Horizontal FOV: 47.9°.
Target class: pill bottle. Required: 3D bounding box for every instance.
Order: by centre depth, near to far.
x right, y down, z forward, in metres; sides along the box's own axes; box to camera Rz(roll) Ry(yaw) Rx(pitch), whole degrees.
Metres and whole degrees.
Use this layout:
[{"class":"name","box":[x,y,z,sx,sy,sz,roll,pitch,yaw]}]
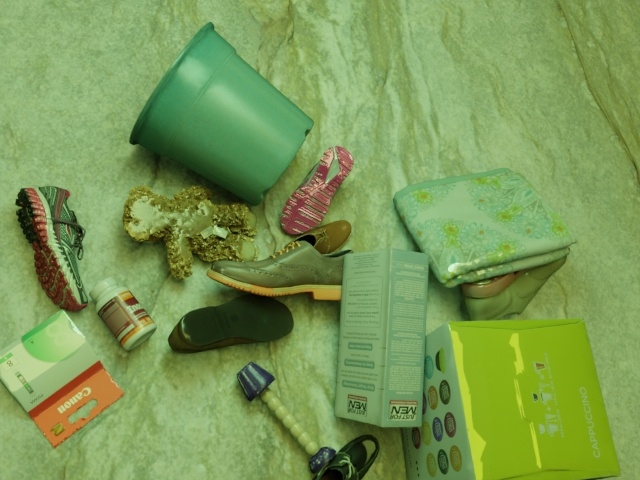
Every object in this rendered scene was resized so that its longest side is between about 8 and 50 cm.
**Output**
[{"class":"pill bottle","box":[-0.435,0.158,1.575,0.086,0.086,0.152,-36,82,-27]}]

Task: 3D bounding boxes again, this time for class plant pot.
[{"class":"plant pot","box":[-0.219,-0.275,1.714,0.334,0.341,0.341,35,62,-10]}]

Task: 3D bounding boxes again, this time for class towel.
[{"class":"towel","box":[0.411,-0.047,1.837,0.374,0.090,0.321,-13,43,-13]}]

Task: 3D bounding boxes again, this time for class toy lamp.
[{"class":"toy lamp","box":[-0.079,0.384,1.591,0.275,0.080,0.080,46,63,5]}]

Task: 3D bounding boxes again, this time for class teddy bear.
[{"class":"teddy bear","box":[-0.300,-0.025,1.699,0.337,0.113,0.245,-8,77,-28]}]

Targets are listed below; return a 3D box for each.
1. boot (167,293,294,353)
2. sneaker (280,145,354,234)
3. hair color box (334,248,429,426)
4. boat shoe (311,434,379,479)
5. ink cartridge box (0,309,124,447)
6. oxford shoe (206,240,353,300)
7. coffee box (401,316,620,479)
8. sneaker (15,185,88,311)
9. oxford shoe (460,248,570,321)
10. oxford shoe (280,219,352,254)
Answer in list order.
[{"class":"boot","box":[-0.202,0.195,1.630,0.305,0.115,0.112,-3,66,-38]},{"class":"sneaker","box":[-0.009,-0.118,1.822,0.103,0.111,0.252,38,84,-2]},{"class":"hair color box","box":[0.135,0.215,1.608,0.113,0.185,0.375,9,80,-31]},{"class":"boat shoe","box":[0.050,0.510,1.577,0.233,0.079,0.084,-34,79,-28]},{"class":"ink cartridge box","box":[-0.549,0.285,1.505,0.181,0.056,0.225,-37,80,-27]},{"class":"oxford shoe","box":[-0.086,0.060,1.678,0.363,0.130,0.133,5,95,-26]},{"class":"coffee box","box":[0.389,0.378,1.592,0.337,0.334,0.338,1,67,-17]},{"class":"sneaker","box":[-0.567,0.011,1.585,0.112,0.120,0.299,-11,75,-43]},{"class":"oxford shoe","box":[0.510,0.107,1.887,0.396,0.140,0.147,-20,113,-32]},{"class":"oxford shoe","box":[0.000,0.000,1.785,0.212,0.076,0.076,-29,76,-27]}]
